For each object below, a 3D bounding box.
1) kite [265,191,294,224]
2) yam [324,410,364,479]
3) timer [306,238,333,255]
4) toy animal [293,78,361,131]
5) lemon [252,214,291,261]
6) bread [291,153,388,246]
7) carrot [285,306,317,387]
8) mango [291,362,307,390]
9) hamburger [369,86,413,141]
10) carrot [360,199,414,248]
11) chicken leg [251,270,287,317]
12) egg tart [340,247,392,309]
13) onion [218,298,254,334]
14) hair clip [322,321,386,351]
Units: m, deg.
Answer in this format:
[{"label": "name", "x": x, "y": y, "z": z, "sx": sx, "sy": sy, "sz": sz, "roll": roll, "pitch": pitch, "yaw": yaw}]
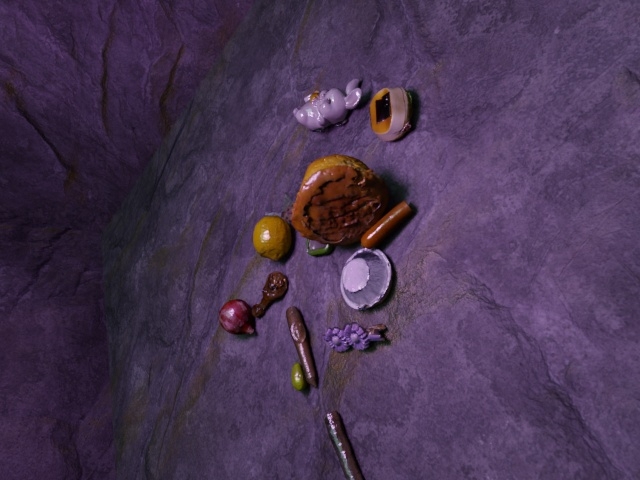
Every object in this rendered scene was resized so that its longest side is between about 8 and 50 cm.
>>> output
[{"label": "kite", "x": -0.187, "y": -0.122, "z": 2.055, "sx": 0.250, "sy": 0.012, "sz": 0.229, "roll": 1, "pitch": 75, "yaw": 46}, {"label": "yam", "x": 0.081, "y": 0.707, "z": 1.451, "sx": 0.061, "sy": 0.061, "sz": 0.274, "roll": -45, "pitch": 49, "yaw": 24}, {"label": "timer", "x": 0.000, "y": 0.000, "z": 1.796, "sx": 0.140, "sy": 0.047, "sz": 0.128, "roll": -11, "pitch": 66, "yaw": 42}, {"label": "toy animal", "x": 0.037, "y": -0.590, "z": 1.907, "sx": 0.325, "sy": 0.154, "sz": 0.208, "roll": -20, "pitch": 38, "yaw": 16}, {"label": "lemon", "x": -0.213, "y": -0.013, "z": 1.919, "sx": 0.180, "sy": 0.181, "sz": 0.193, "roll": 22, "pitch": 108, "yaw": 47}, {"label": "bread", "x": 0.060, "y": -0.149, "z": 1.579, "sx": 0.204, "sy": 0.337, "sz": 0.358, "roll": -106, "pitch": 32, "yaw": -43}, {"label": "carrot", "x": -0.072, "y": 0.411, "z": 1.707, "sx": 0.070, "sy": 0.070, "sz": 0.342, "roll": -41, "pitch": 52, "yaw": 27}, {"label": "mango", "x": -0.083, "y": 0.523, "z": 1.668, "sx": 0.056, "sy": 0.073, "sz": 0.108, "roll": -15, "pitch": 65, "yaw": 8}, {"label": "hamburger", "x": 0.272, "y": -0.484, "z": 1.661, "sx": 0.173, "sy": 0.116, "sz": 0.210, "roll": -24, "pitch": 63, "yaw": 47}, {"label": "carrot", "x": 0.231, "y": -0.050, "z": 1.550, "sx": 0.225, "sy": 0.067, "sz": 0.067, "roll": -44, "pitch": 49, "yaw": 13}, {"label": "chicken leg", "x": -0.229, "y": 0.243, "z": 1.920, "sx": 0.251, "sy": 0.087, "sz": 0.107, "roll": -56, "pitch": 27, "yaw": 24}, {"label": "egg tart", "x": 0.151, "y": 0.133, "z": 1.564, "sx": 0.234, "sy": 0.094, "sz": 0.234, "roll": -22, "pitch": 58, "yaw": 39}, {"label": "onion", "x": -0.368, "y": 0.360, "z": 1.963, "sx": 0.195, "sy": 0.159, "sz": 0.159, "roll": 41, "pitch": 106, "yaw": 28}, {"label": "hair clip", "x": 0.107, "y": 0.340, "z": 1.546, "sx": 0.292, "sy": 0.084, "sz": 0.106, "roll": -20, "pitch": 105, "yaw": 42}]
